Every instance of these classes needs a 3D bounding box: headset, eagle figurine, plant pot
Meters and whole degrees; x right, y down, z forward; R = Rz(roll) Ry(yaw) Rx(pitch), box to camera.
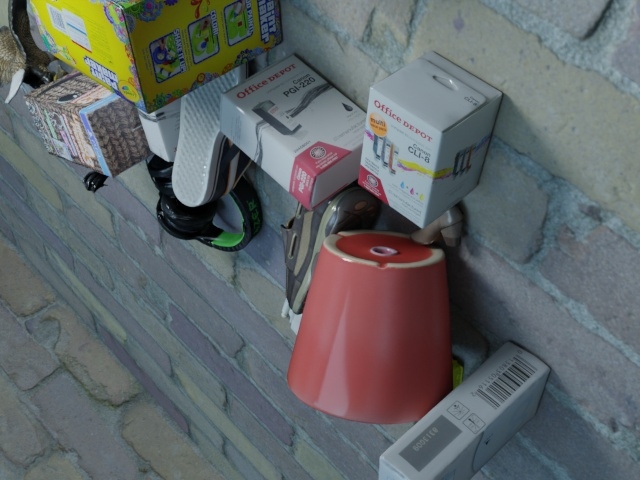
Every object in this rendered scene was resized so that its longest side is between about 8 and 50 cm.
[{"bbox_3d":[-0.314,-0.098,1.713,0.394,0.185,0.243,26,141,22],"label":"headset"},{"bbox_3d":[-0.721,-0.460,1.926,0.298,0.226,0.225,49,171,0],"label":"eagle figurine"},{"bbox_3d":[0.090,0.123,1.275,0.275,0.275,0.243,22,114,43],"label":"plant pot"}]

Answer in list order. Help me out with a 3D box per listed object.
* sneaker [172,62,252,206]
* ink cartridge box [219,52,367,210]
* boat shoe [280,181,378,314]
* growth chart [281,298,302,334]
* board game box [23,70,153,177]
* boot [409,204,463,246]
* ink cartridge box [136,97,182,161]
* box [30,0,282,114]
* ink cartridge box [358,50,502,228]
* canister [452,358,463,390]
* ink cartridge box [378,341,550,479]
[{"bbox_3d":[-0.186,-0.222,1.483,0.126,0.127,0.321,33,120,23],"label":"sneaker"},{"bbox_3d":[-0.032,-0.176,1.255,0.218,0.158,0.092,41,149,21],"label":"ink cartridge box"},{"bbox_3d":[0.000,0.000,1.449,0.130,0.132,0.355,52,143,24],"label":"boat shoe"},{"bbox_3d":[-0.004,0.211,1.752,0.237,0.021,0.172,50,150,8],"label":"growth chart"},{"bbox_3d":[-0.435,-0.270,1.661,0.291,0.232,0.141,19,135,44],"label":"board game box"},{"bbox_3d":[0.175,-0.037,1.230,0.118,0.042,0.087,9,121,50],"label":"boot"},{"bbox_3d":[-0.278,-0.270,1.528,0.082,0.139,0.191,30,142,38],"label":"ink cartridge box"},{"bbox_3d":[-0.262,-0.381,1.252,0.290,0.279,0.177,34,145,33],"label":"box"},{"bbox_3d":[0.143,-0.137,1.076,0.128,0.127,0.176,38,146,27],"label":"ink cartridge box"},{"bbox_3d":[0.173,0.234,1.473,0.170,0.073,0.126,35,145,33],"label":"canister"},{"bbox_3d":[0.226,0.387,1.315,0.091,0.308,0.385,35,145,33],"label":"ink cartridge box"}]
